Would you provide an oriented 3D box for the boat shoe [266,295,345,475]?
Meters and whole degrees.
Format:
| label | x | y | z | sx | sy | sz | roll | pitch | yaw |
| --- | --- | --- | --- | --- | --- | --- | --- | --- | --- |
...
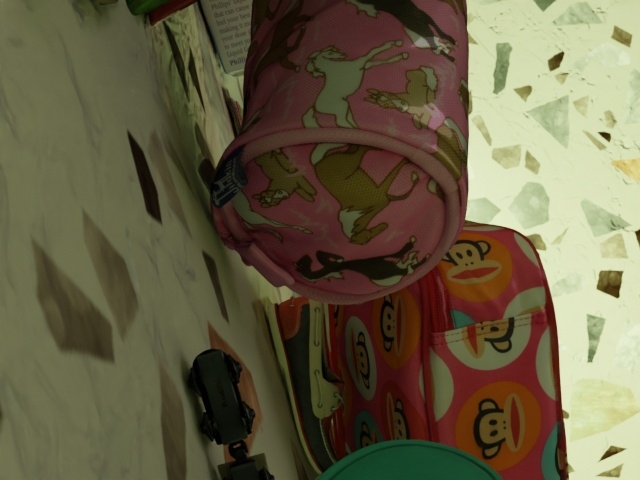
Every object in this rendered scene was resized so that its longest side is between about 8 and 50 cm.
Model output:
| label | x | y | z | sx | sy | sz | roll | pitch | yaw |
| --- | --- | --- | --- | --- | --- | --- | --- | --- | --- |
| boat shoe | -0.004 | 0.108 | 0.934 | 0.049 | 0.043 | 0.137 | -71 | 147 | -87 |

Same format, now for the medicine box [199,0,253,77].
| label | x | y | z | sx | sy | sz | roll | pitch | yaw |
| --- | --- | --- | --- | --- | --- | --- | --- | --- | --- |
| medicine box | -0.060 | -0.338 | 1.122 | 0.263 | 0.149 | 0.289 | -99 | 172 | -61 |

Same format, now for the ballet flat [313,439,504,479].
| label | x | y | z | sx | sy | sz | roll | pitch | yaw |
| --- | --- | --- | --- | --- | --- | --- | --- | --- | --- |
| ballet flat | 0.019 | 0.214 | 0.380 | 0.400 | 0.139 | 0.139 | -86 | 160 | -67 |

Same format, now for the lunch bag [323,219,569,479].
| label | x | y | z | sx | sy | sz | roll | pitch | yaw |
| --- | --- | --- | --- | --- | --- | --- | --- | --- | --- |
| lunch bag | 0.080 | 0.125 | 0.957 | 0.258 | 0.120 | 0.293 | -163 | -113 | -69 |

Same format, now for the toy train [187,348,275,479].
| label | x | y | z | sx | sy | sz | roll | pitch | yaw |
| --- | --- | --- | --- | --- | --- | --- | --- | --- | --- |
| toy train | -0.031 | 0.127 | 0.582 | 0.036 | 0.027 | 0.158 | 159 | -85 | -83 |

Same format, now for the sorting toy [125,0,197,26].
| label | x | y | z | sx | sy | sz | roll | pitch | yaw |
| --- | --- | --- | --- | --- | --- | --- | --- | --- | --- |
| sorting toy | -0.065 | -0.192 | 0.619 | 0.126 | 0.127 | 0.365 | 62 | -1 | -9 |

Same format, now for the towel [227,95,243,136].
| label | x | y | z | sx | sy | sz | roll | pitch | yaw |
| --- | --- | --- | --- | --- | --- | --- | --- | --- | --- |
| towel | -0.063 | -0.079 | 1.072 | 0.060 | 0.009 | 0.083 | 58 | 17 | -80 |

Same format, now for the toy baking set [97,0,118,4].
| label | x | y | z | sx | sy | sz | roll | pitch | yaw |
| --- | --- | --- | --- | --- | --- | --- | --- | --- | --- |
| toy baking set | -0.129 | -0.226 | 0.583 | 0.197 | 0.030 | 0.256 | 79 | 5 | -49 |

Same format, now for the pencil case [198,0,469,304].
| label | x | y | z | sx | sy | sz | roll | pitch | yaw |
| --- | --- | --- | --- | --- | --- | --- | --- | --- | --- |
| pencil case | 0.016 | -0.149 | 0.858 | 0.160 | 0.167 | 0.386 | 98 | -2 | -51 |
